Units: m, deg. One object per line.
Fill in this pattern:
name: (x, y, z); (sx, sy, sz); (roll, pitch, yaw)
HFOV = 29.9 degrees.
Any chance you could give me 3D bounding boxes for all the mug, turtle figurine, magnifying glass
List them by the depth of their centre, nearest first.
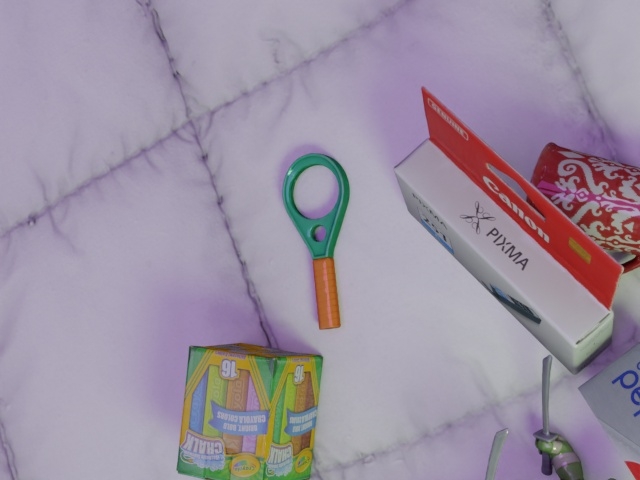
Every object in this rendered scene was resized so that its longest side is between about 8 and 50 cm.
turtle figurine: (0.206, 0.284, 1.341); (0.274, 0.198, 0.266); (40, 120, -18)
mug: (0.331, -0.028, 1.367); (0.169, 0.150, 0.113); (14, 55, 23)
magnifying glass: (0.000, 0.000, 1.562); (0.092, 0.026, 0.231); (-10, 83, 26)

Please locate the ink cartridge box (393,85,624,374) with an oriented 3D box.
ink cartridge box: (0.200, -0.004, 1.328); (0.066, 0.261, 0.296); (-42, 68, -6)

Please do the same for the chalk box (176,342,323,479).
chalk box: (-0.091, 0.245, 1.531); (0.132, 0.132, 0.213); (5, 90, 27)

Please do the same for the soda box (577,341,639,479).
soda box: (0.388, 0.245, 1.247); (0.098, 0.091, 0.286); (-40, 46, 15)
